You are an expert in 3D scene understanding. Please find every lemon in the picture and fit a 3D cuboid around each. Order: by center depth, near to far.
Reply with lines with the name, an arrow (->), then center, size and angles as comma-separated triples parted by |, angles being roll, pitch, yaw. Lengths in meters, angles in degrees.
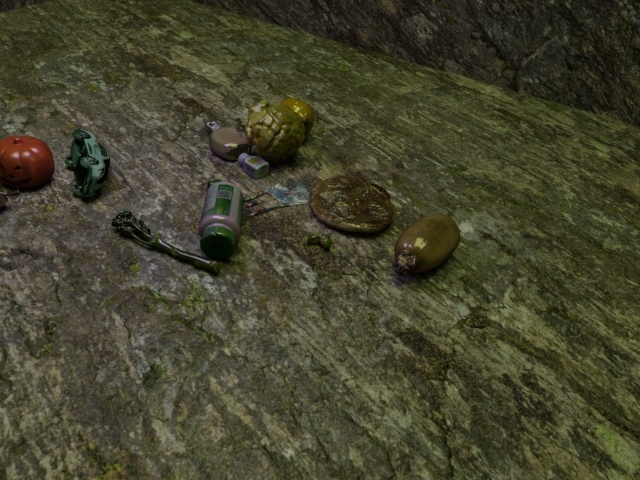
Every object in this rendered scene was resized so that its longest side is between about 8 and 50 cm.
lemon -> -0.122, -0.558, 2.164 | 0.193, 0.181, 0.180 | 28, 42, 18

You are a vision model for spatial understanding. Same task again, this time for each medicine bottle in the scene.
medicine bottle -> -0.324, -0.067, 1.558 | 0.133, 0.133, 0.274 | 4, 40, -9
medicine bottle -> -0.273, -0.304, 1.913 | 0.118, 0.055, 0.074 | 34, 46, 25

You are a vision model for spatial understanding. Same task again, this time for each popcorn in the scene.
popcorn -> -0.187, -0.453, 1.952 | 0.257, 0.224, 0.270 | 32, 31, -26

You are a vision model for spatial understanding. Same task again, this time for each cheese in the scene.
cheese -> -0.408, -0.439, 2.020 | 0.163, 0.082, 0.286 | -15, 46, -30

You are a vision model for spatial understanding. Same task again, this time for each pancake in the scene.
pancake -> 0.122, -0.144, 1.818 | 0.356, 0.065, 0.356 | 8, 40, -7

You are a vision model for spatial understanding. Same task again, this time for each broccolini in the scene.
broccolini -> -0.480, -0.004, 1.487 | 0.392, 0.074, 0.079 | 20, 47, 12

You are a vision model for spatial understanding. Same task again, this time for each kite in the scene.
kite -> -0.162, -0.158, 1.800 | 0.169, 0.015, 0.310 | 38, 45, 27

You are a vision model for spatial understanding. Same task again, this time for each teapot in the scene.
teapot -> -1.016, -0.143, 1.510 | 0.110, 0.080, 0.085 | -31, 33, -7

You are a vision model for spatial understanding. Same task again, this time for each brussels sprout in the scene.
brussels sprout -> -0.001, -0.001, 1.627 | 0.083, 0.046, 0.051 | 19, 34, 10

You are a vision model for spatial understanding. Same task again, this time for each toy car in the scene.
toy car -> -0.813, -0.271, 1.684 | 0.125, 0.136, 0.306 | 5, 36, -43

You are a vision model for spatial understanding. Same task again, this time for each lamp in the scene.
lamp -> -1.008, -0.275, 1.610 | 0.187, 0.164, 0.188 | 6, 38, -5

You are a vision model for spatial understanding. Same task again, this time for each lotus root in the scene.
lotus root -> 0.353, 0.014, 1.615 | 0.169, 0.152, 0.342 | 34, 41, 25

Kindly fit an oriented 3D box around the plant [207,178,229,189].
plant -> -0.368, -0.205, 1.777 | 0.102, 0.051, 0.051 | -9, 44, -31
